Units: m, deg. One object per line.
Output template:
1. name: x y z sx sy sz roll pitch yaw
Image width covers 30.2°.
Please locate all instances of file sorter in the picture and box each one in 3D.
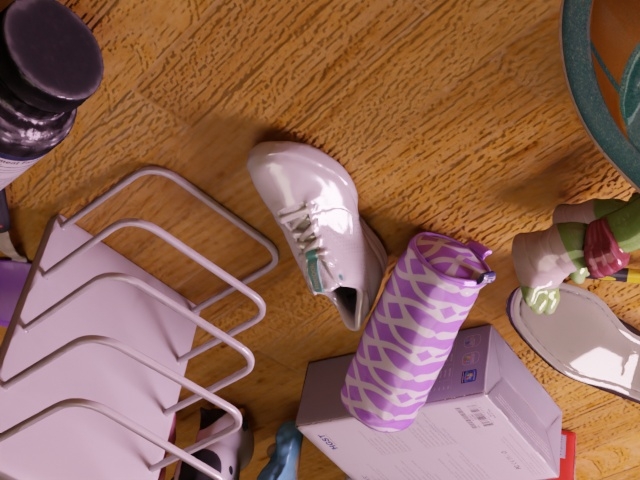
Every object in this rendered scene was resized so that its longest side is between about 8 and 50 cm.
1. file sorter: -0.169 0.103 1.106 0.193 0.278 0.173 36 134 -28

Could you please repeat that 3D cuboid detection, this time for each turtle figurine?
1. turtle figurine: 0.310 0.016 0.934 0.266 0.198 0.274 -18 130 38

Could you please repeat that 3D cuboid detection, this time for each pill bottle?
1. pill bottle: -0.281 -0.109 0.991 0.122 0.123 0.219 36 133 -28

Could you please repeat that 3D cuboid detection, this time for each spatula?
1. spatula: -0.320 -0.004 1.211 0.084 0.030 0.296 8 142 4

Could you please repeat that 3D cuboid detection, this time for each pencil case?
1. pencil case: 0.089 0.086 1.127 0.086 0.088 0.206 40 122 24

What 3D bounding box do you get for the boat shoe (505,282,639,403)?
1. boat shoe: 0.266 0.105 1.151 0.227 0.081 0.068 28 172 -17

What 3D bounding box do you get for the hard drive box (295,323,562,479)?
1. hard drive box: 0.120 0.195 1.296 0.232 0.089 0.181 -15 134 30

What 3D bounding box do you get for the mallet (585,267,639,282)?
1. mallet: 0.290 0.027 1.086 0.189 0.039 0.062 10 144 8

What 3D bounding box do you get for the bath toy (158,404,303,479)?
1. bath toy: -0.199 0.241 1.415 0.348 0.151 0.129 9 104 8

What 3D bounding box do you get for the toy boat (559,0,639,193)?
1. toy boat: 0.277 -0.151 0.726 0.148 0.267 0.318 -12 143 -48

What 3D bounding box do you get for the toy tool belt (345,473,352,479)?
1. toy tool belt: 0.066 0.299 1.472 0.083 0.051 0.052 -8 138 23

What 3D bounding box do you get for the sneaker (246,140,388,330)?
1. sneaker: 0.000 0.000 1.078 0.080 0.094 0.212 -12 136 30

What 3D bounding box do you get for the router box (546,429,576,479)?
1. router box: 0.224 0.428 1.390 0.082 0.301 0.335 8 143 6
